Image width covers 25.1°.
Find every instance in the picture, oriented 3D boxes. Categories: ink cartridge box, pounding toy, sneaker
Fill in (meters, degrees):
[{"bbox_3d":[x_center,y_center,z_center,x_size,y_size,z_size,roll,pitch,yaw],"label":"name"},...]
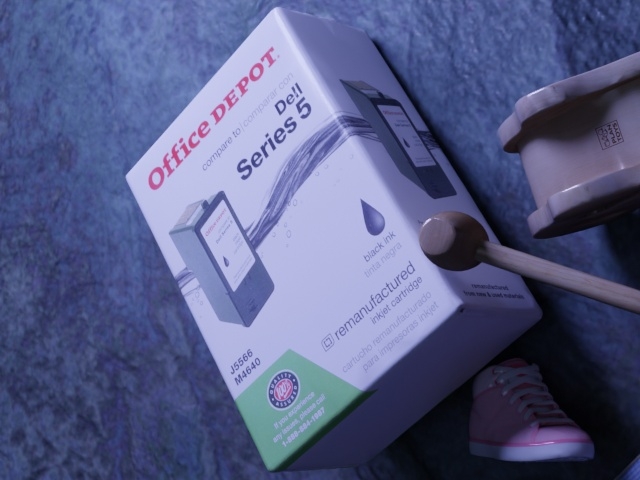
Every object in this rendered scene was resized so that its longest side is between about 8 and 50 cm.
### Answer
[{"bbox_3d":[0.000,0.000,1.044,0.198,0.115,0.273,-44,61,28],"label":"ink cartridge box"},{"bbox_3d":[0.204,-0.029,0.913,0.269,0.154,0.155,-20,81,15],"label":"pounding toy"},{"bbox_3d":[0.141,0.116,0.988,0.134,0.051,0.070,170,102,-69],"label":"sneaker"}]

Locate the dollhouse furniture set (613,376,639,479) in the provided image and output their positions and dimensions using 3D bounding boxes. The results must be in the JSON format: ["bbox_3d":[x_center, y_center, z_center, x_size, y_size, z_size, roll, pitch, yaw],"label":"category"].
[{"bbox_3d":[0.217,0.259,0.878,0.303,0.198,0.286,51,118,22],"label":"dollhouse furniture set"}]
